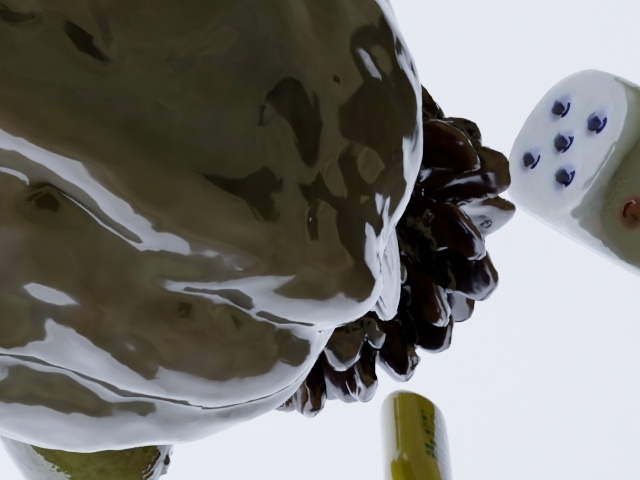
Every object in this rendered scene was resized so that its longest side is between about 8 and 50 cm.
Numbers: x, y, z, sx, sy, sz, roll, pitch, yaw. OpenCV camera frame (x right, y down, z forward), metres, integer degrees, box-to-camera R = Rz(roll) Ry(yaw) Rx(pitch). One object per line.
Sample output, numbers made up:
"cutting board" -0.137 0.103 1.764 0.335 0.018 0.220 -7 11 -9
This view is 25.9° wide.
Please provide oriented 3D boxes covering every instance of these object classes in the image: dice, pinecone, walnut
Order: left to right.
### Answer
"walnut" -0.078 -0.043 0.443 0.224 0.224 0.224 5 -100 -27
"pinecone" 0.002 0.005 1.087 0.296 0.298 0.242 -36 -120 -22
"dice" 0.350 -0.077 1.630 0.193 0.194 0.191 25 -85 -33

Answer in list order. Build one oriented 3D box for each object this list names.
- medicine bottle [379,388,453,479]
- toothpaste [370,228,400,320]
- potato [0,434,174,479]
"medicine bottle" 0.095 0.252 1.318 0.095 0.064 0.260 57 -162 -33
"toothpaste" -0.109 0.025 0.752 0.073 0.299 0.114 -77 -26 -49
"potato" -0.230 0.110 1.291 0.173 0.210 0.307 -17 -86 -2
